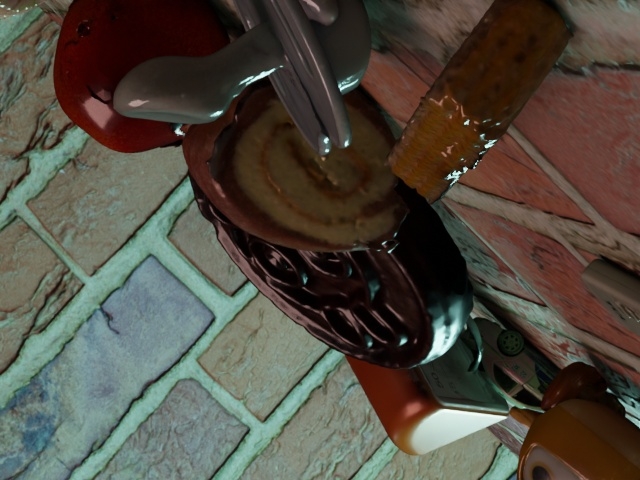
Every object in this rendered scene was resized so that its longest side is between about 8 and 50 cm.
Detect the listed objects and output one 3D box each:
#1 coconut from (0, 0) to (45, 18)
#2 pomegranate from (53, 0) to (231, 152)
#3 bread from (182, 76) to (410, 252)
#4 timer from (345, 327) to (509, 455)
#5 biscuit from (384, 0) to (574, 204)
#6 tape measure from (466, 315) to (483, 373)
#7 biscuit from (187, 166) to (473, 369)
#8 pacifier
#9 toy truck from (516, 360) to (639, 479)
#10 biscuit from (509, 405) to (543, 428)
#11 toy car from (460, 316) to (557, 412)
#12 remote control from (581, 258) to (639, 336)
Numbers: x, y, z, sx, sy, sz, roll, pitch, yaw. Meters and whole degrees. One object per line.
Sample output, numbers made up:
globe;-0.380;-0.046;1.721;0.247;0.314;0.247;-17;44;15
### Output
coconut;-0.410;-0.390;2.011;0.245;0.233;0.233;32;172;21
pomegranate;-0.201;-0.198;2.007;0.210;0.210;0.235;42;179;7
bread;-0.020;-0.081;1.778;0.244;0.190;0.123;41;-170;-29
timer;0.112;0.146;2.370;0.257;0.161;0.250;61;-174;22
biscuit;0.100;-0.091;1.204;0.054;0.094;0.378;36;176;1
tape measure;0.133;0.052;2.279;0.164;0.084;0.330;40;176;44
biscuit;0.000;0.000;2.101;0.407;0.091;0.407;33;153;19
pacifier;-0.074;-0.153;1.412;0.227;0.207;0.279;60;174;-3
toy truck;0.332;0.293;2.078;0.204;0.211;0.288;39;178;25
biscuit;0.349;0.263;2.521;0.165;0.036;0.250;33;-173;12
toy car;0.281;0.191;2.378;0.224;0.076;0.090;43;174;-3
remote control;0.291;0.071;1.478;0.087;0.029;0.190;45;175;-31
